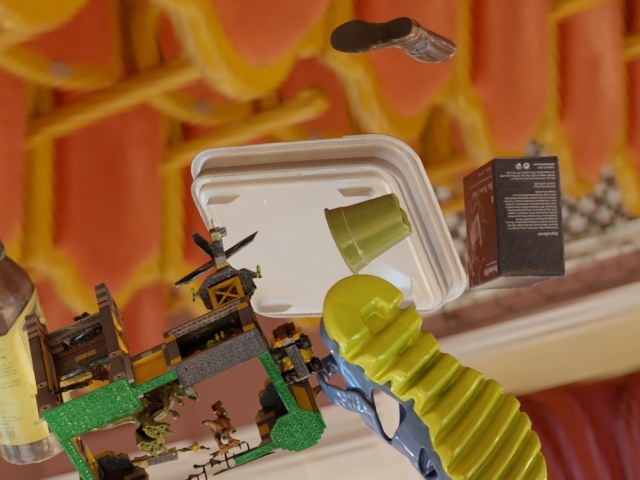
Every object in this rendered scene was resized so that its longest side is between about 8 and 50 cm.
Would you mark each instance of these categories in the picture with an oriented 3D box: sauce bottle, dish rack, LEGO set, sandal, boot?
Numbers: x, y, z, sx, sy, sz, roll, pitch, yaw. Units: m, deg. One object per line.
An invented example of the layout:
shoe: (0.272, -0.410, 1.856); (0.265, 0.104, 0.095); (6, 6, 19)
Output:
sauce bottle: (-0.390, 0.108, 2.178); (0.111, 0.344, 0.111); (-11, -154, 5)
dish rack: (0.000, 0.000, 2.309); (0.332, 0.286, 0.072); (-2, -139, 28)
LEGO set: (-0.166, 0.141, 1.935); (0.331, 0.192, 0.255); (-30, 129, 7)
sandal: (0.108, 0.181, 1.864); (0.126, 0.317, 0.138); (-34, 169, -36)
boot: (0.081, -0.212, 1.929); (0.106, 0.037, 0.114); (-2, 174, 29)

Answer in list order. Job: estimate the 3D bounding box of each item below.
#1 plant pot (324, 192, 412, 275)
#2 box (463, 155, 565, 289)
plant pot: (0.057, -0.015, 1.977); (0.079, 0.083, 0.083); (-26, 168, 9)
box: (0.253, -0.021, 2.339); (0.093, 0.158, 0.156); (-2, 173, -10)
